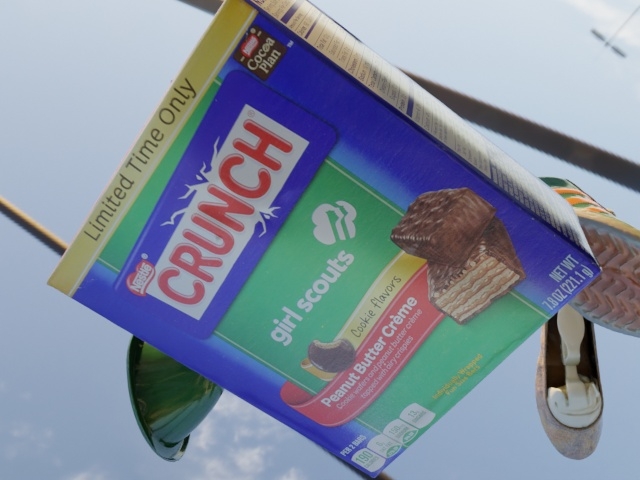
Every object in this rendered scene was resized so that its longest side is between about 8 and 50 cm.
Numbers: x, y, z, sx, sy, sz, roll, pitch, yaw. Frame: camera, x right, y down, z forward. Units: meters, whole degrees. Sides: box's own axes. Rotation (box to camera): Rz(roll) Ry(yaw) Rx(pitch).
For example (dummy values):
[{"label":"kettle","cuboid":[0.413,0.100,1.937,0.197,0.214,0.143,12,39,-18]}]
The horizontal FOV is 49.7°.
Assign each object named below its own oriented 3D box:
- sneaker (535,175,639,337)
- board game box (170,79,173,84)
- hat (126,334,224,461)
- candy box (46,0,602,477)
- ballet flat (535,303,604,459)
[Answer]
[{"label":"sneaker","cuboid":[0.267,-0.007,0.717,0.121,0.108,0.302,-23,-140,-37]},{"label":"board game box","cuboid":[-0.087,-0.031,0.907,0.233,0.346,0.078,11,-165,35]},{"label":"hat","cuboid":[-0.115,0.154,0.832,0.184,0.208,0.173,-13,-134,7]},{"label":"candy box","cuboid":[0.000,0.000,0.544,0.317,0.268,0.122,34,-155,-11]},{"label":"ballet flat","cuboid":[0.401,0.204,1.119,0.108,0.106,0.315,-6,-95,10]}]
